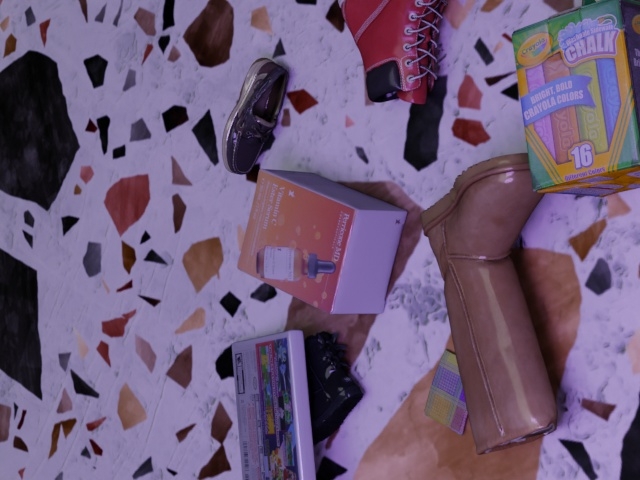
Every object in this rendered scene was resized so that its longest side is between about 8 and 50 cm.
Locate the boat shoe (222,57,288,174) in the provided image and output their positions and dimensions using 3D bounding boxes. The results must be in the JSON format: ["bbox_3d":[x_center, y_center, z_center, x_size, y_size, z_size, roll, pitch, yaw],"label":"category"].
[{"bbox_3d":[-0.081,-0.152,1.822,0.049,0.056,0.152,29,109,46],"label":"boat shoe"}]

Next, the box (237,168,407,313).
[{"bbox_3d":[0.000,0.000,1.714,0.170,0.091,0.130,23,105,42],"label":"box"}]

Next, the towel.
[{"bbox_3d":[0.148,0.169,1.623,0.060,0.009,0.083,25,106,42],"label":"towel"}]

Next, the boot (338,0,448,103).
[{"bbox_3d":[0.124,-0.253,1.609,0.244,0.088,0.176,-32,67,48],"label":"boot"}]

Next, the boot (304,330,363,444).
[{"bbox_3d":[-0.005,0.176,1.747,0.121,0.045,0.099,-51,54,31],"label":"boot"}]

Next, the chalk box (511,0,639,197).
[{"bbox_3d":[0.280,-0.159,1.421,0.132,0.132,0.213,-15,78,43],"label":"chalk box"}]

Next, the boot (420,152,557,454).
[{"bbox_3d":[0.198,0.067,1.501,0.236,0.089,0.269,130,130,-66],"label":"boot"}]

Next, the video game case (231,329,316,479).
[{"bbox_3d":[-0.058,0.216,1.772,0.183,0.023,0.201,162,105,-63],"label":"video game case"}]
